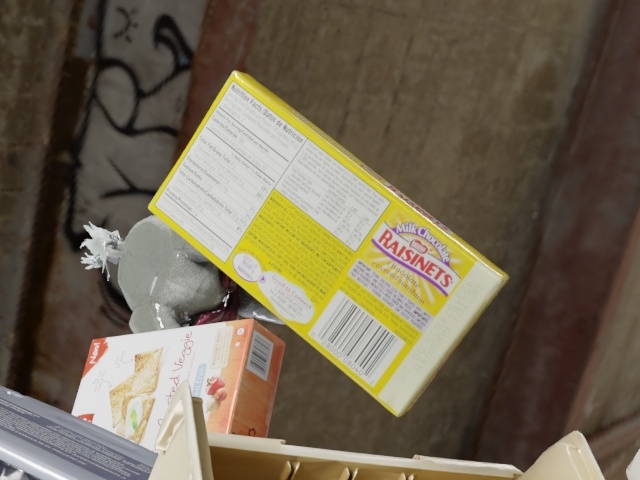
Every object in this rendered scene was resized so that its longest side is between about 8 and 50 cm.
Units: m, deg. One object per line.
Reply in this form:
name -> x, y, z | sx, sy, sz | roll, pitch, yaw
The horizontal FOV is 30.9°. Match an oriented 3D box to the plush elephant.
plush elephant -> -0.151, 0.066, 1.633 | 0.255, 0.330, 0.272 | 15, -83, -50

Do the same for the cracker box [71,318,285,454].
cracker box -> -0.159, 0.175, 1.222 | 0.067, 0.232, 0.156 | 41, -131, -43

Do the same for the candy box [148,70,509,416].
candy box -> 0.000, 0.000, 0.692 | 0.105, 0.206, 0.027 | -54, -15, 14

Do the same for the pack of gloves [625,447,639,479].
pack of gloves -> 0.276, 0.275, 0.984 | 0.195, 0.046, 0.232 | -64, -2, 20

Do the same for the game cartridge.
game cartridge -> -0.207, 0.165, 0.859 | 0.196, 0.294, 0.060 | 16, -86, -69

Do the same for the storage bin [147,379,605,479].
storage bin -> 0.046, 0.209, 0.628 | 0.262, 0.260, 0.123 | 10, -54, -21
